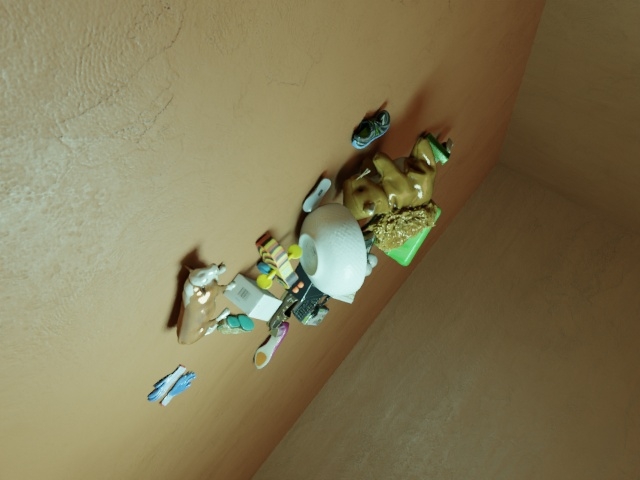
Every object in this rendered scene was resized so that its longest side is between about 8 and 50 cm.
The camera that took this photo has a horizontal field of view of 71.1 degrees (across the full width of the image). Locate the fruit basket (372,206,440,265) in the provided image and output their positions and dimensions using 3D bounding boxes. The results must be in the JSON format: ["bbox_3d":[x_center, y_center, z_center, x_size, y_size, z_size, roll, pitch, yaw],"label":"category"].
[{"bbox_3d":[0.472,-0.077,2.427,0.393,0.283,0.391,-24,136,-26],"label":"fruit basket"}]

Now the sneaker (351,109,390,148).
[{"bbox_3d":[0.186,-0.405,1.604,0.188,0.067,0.078,-43,162,-18],"label":"sneaker"}]

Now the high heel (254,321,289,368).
[{"bbox_3d":[-0.221,0.483,2.075,0.117,0.082,0.243,-4,118,-63],"label":"high heel"}]

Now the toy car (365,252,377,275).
[{"bbox_3d":[0.184,0.099,2.245,0.182,0.159,0.136,-48,122,-48],"label":"toy car"}]

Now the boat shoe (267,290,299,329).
[{"bbox_3d":[-0.161,0.312,1.946,0.073,0.073,0.206,-9,132,-62],"label":"boat shoe"}]

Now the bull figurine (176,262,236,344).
[{"bbox_3d":[-0.347,0.174,1.338,0.188,0.101,0.310,-21,141,-56],"label":"bull figurine"}]

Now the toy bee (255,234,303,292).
[{"bbox_3d":[-0.128,0.101,1.591,0.195,0.162,0.298,-55,158,-4],"label":"toy bee"}]

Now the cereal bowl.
[{"bbox_3d":[0.015,0.039,1.605,0.141,0.338,0.338,-10,137,-26],"label":"cereal bowl"}]

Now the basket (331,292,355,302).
[{"bbox_3d":[0.091,0.224,2.166,0.167,0.113,0.103,25,91,-50],"label":"basket"}]

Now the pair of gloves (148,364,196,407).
[{"bbox_3d":[-0.523,0.518,1.590,0.159,0.023,0.198,-46,157,-19],"label":"pair of gloves"}]

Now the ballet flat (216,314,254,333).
[{"bbox_3d":[-0.320,0.315,1.665,0.067,0.073,0.206,-29,158,11],"label":"ballet flat"}]

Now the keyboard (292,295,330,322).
[{"bbox_3d":[-0.003,0.276,2.208,0.317,0.033,0.201,-47,144,-14],"label":"keyboard"}]

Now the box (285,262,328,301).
[{"bbox_3d":[-0.016,0.157,1.968,0.184,0.103,0.261,-63,157,12],"label":"box"}]

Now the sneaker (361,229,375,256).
[{"bbox_3d":[0.138,0.003,1.979,0.410,0.182,0.157,-9,122,-78],"label":"sneaker"}]

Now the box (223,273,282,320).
[{"bbox_3d":[-0.233,0.201,1.564,0.091,0.130,0.170,-54,157,-3],"label":"box"}]

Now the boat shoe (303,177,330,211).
[{"bbox_3d":[-0.012,-0.162,1.592,0.142,0.049,0.040,-52,-163,8],"label":"boat shoe"}]

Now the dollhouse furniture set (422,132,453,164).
[{"bbox_3d":[0.538,-0.439,2.258,0.197,0.151,0.301,-44,-176,34],"label":"dollhouse furniture set"}]

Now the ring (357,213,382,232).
[{"bbox_3d":[0.237,-0.138,2.138,0.337,0.032,0.336,-42,155,-25],"label":"ring"}]

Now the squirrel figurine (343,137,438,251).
[{"bbox_3d":[0.264,-0.145,1.734,0.371,0.281,0.396,-32,106,-34],"label":"squirrel figurine"}]

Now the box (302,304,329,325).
[{"bbox_3d":[-0.027,0.393,2.370,0.114,0.036,0.207,-54,158,1],"label":"box"}]
